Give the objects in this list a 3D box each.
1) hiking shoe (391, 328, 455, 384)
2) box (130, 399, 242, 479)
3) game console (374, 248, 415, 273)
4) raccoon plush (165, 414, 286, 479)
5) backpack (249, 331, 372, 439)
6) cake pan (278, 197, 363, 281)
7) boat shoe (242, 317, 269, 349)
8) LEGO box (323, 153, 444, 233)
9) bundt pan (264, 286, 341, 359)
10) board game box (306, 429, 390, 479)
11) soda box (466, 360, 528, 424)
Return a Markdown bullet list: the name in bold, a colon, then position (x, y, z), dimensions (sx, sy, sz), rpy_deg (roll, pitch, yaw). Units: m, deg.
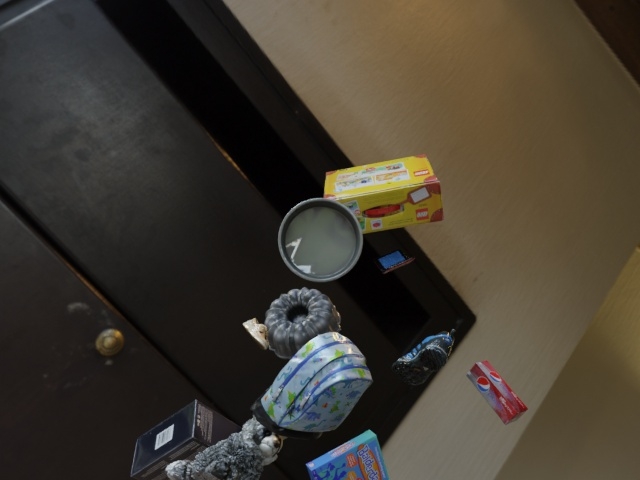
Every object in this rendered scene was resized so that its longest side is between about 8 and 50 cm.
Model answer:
- **hiking shoe**: position (0.368, 0.417, 1.711), dimensions (0.113, 0.132, 0.304), rpy_deg (48, -37, 4)
- **box**: position (-0.530, 0.872, 1.996), dimensions (0.312, 0.343, 0.179), rpy_deg (47, 16, -31)
- **game console**: position (0.327, 0.083, 2.156), dimensions (0.124, 0.144, 0.085), rpy_deg (113, -46, -72)
- **raccoon plush**: position (-0.335, 0.733, 1.741), dimensions (0.446, 0.299, 0.216), rpy_deg (2, -53, 30)
- **backpack**: position (-0.003, 0.461, 1.538), dimensions (0.290, 0.355, 0.273), rpy_deg (26, 2, -40)
- **cake pan**: position (0.000, 0.000, 1.694), dimensions (0.293, 0.293, 0.054), rpy_deg (43, -7, 4)
- **boat shoe**: position (-0.205, 0.304, 1.617), dimensions (0.170, 0.059, 0.063), rpy_deg (31, -28, 55)
- **LEGO box**: position (0.274, -0.209, 2.218), dimensions (0.372, 0.500, 0.193), rpy_deg (-83, 162, -62)
- **bundt pan**: position (-0.086, 0.324, 1.996), dimensions (0.331, 0.331, 0.124), rpy_deg (27, -33, 38)
- **board game box**: position (0.081, 0.656, 1.361), dimensions (0.047, 0.210, 0.160), rpy_deg (0, -71, 67)
- **soda box**: position (0.757, 0.650, 2.095), dimensions (0.263, 0.083, 0.092), rpy_deg (54, -50, 39)
